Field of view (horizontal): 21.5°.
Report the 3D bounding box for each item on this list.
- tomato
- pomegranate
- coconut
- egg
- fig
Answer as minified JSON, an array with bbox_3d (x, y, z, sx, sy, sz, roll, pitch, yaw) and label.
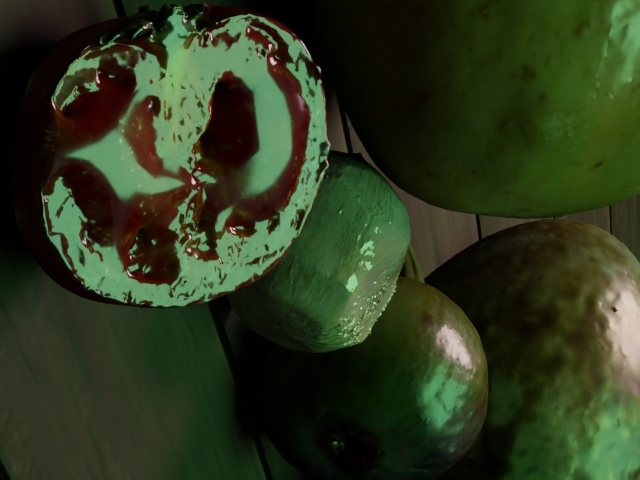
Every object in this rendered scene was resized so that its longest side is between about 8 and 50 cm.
[{"bbox_3d":[-0.083,-0.043,0.781,0.159,0.091,0.139,-20,112,-35],"label":"tomato"},{"bbox_3d":[0.122,-0.154,1.012,0.307,0.307,0.307,11,90,-69],"label":"pomegranate"},{"bbox_3d":[0.000,0.000,0.991,0.124,0.110,0.110,-61,153,-25],"label":"coconut"},{"bbox_3d":[0.140,0.122,1.219,0.238,0.238,0.289,13,96,-69],"label":"egg"},{"bbox_3d":[0.042,0.056,1.112,0.245,0.149,0.149,-74,163,-53],"label":"fig"}]
